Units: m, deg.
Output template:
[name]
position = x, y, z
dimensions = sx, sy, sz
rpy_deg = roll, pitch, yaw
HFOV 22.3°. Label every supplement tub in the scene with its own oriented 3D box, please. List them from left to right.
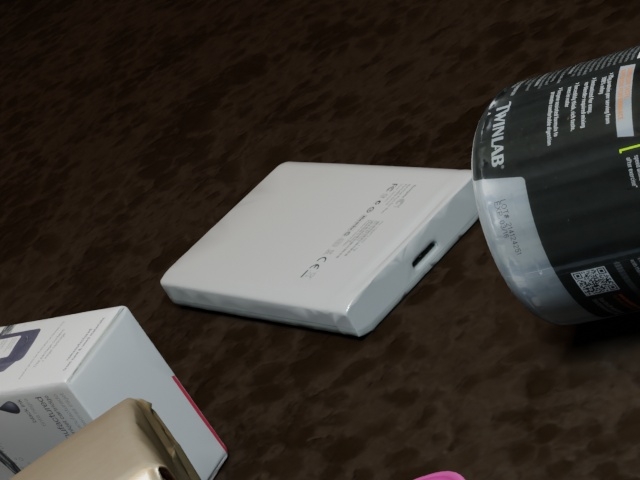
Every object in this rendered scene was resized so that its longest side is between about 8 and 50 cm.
[supplement tub]
position = 0.286, -0.058, 1.173
dimensions = 0.316, 0.194, 0.193
rpy_deg = -14, 30, 33

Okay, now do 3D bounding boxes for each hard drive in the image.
[hard drive]
position = 0.000, 0.000, 1.575
dimensions = 0.203, 0.040, 0.307
rpy_deg = -45, 27, -26

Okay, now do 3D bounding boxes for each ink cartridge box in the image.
[ink cartridge box]
position = -0.226, 0.160, 1.382
dimensions = 0.237, 0.172, 0.100
rpy_deg = -11, 32, 38

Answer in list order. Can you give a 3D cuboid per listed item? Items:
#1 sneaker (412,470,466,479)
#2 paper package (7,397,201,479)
[sneaker]
position = 0.086, 0.264, 0.925
dimensions = 0.103, 0.111, 0.252
rpy_deg = -20, 49, 41
[paper package]
position = -0.201, 0.271, 1.066
dimensions = 0.325, 0.168, 0.309
rpy_deg = -34, 6, -6
